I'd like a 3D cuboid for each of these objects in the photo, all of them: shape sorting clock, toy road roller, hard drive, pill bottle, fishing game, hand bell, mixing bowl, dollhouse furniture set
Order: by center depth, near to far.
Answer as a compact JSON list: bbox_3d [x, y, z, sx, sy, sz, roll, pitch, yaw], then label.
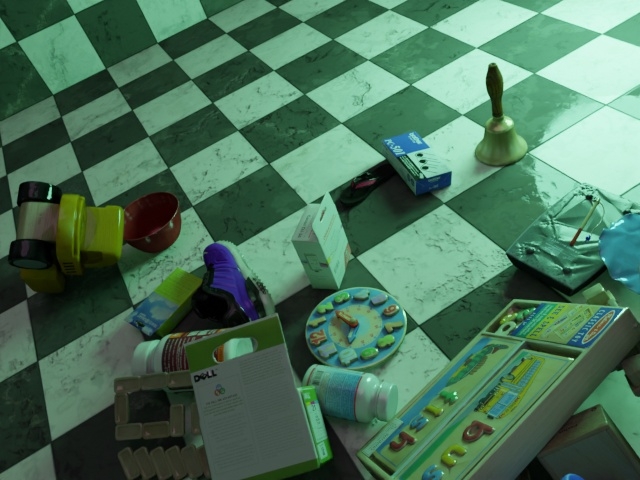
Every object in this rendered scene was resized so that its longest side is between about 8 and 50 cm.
[{"bbox_3d":[0.397,0.273,0.936,0.303,0.173,0.355,-34,9,21],"label":"dollhouse furniture set"},{"bbox_3d":[0.052,0.275,1.045,0.160,0.087,0.087,4,48,26],"label":"pill bottle"},{"bbox_3d":[0.596,0.031,1.072,0.264,0.041,0.189,32,62,16],"label":"fishing game"},{"bbox_3d":[0.513,-0.003,1.168,0.255,0.054,0.172,-38,45,-17],"label":"hard drive"},{"bbox_3d":[-0.255,0.243,1.178,0.221,0.121,0.121,-7,44,15],"label":"pill bottle"},{"bbox_3d":[0.070,0.171,1.180,0.206,0.040,0.206,-11,44,11],"label":"shape sorting clock"},{"bbox_3d":[0.416,-0.308,1.381,0.126,0.242,0.126,-12,42,11],"label":"hand bell"},{"bbox_3d":[-0.618,0.003,1.470,0.241,0.329,0.202,4,70,-15],"label":"toy road roller"},{"bbox_3d":[-0.439,-0.033,1.552,0.182,0.098,0.181,-11,42,11],"label":"mixing bowl"}]

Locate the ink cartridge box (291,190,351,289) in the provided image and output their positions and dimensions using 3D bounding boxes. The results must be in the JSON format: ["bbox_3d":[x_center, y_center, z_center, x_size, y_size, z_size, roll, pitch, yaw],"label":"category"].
[{"bbox_3d":[0.000,0.000,1.266,0.067,0.198,0.115,2,47,23],"label":"ink cartridge box"}]

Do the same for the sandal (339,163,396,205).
[{"bbox_3d":[0.116,-0.151,1.490,0.179,0.040,0.067,-37,46,-17],"label":"sandal"}]

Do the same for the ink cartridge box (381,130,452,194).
[{"bbox_3d":[0.238,-0.198,1.475,0.097,0.046,0.207,-17,41,-11],"label":"ink cartridge box"}]

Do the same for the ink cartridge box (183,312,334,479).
[{"bbox_3d":[-0.106,0.275,1.002,0.189,0.097,0.255,-20,74,11],"label":"ink cartridge box"}]

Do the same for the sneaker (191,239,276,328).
[{"bbox_3d":[-0.224,0.101,1.296,0.146,0.102,0.293,-19,38,-26],"label":"sneaker"}]

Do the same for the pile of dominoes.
[{"bbox_3d":[-0.268,0.346,1.106,0.251,0.040,0.195,-9,76,15],"label":"pile of dominoes"}]

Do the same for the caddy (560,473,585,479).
[{"bbox_3d":[0.343,0.428,0.640,0.179,0.241,0.341,-60,32,17],"label":"caddy"}]

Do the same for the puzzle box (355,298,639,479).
[{"bbox_3d":[0.258,0.243,0.900,0.409,0.052,0.272,-40,9,-16],"label":"puzzle box"}]

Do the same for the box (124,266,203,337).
[{"bbox_3d":[-0.356,0.149,1.373,0.109,0.042,0.178,19,56,37],"label":"box"}]
